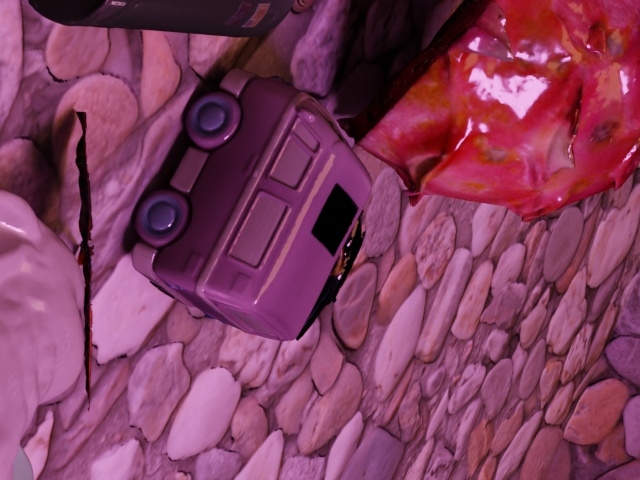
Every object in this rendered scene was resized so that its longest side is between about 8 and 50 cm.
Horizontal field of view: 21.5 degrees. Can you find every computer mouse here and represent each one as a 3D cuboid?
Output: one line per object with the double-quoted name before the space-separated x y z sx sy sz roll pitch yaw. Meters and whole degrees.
"computer mouse" 0.000 0.000 1.596 0.241 0.078 0.146 99 12 -46

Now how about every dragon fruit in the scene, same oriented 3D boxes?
"dragon fruit" 0.218 -0.162 1.606 0.371 0.249 0.386 -49 -177 18

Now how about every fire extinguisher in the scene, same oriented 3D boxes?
"fire extinguisher" -0.090 -0.204 1.252 0.114 0.095 0.311 -43 164 22

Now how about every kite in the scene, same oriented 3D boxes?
"kite" -0.176 0.017 1.253 0.189 0.009 0.232 -172 -99 -80

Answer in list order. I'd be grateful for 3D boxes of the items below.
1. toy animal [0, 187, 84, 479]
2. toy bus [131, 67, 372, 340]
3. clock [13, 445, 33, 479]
"toy animal" -0.271 0.082 1.057 0.257 0.194 0.357 60 32 -19
"toy bus" -0.051 -0.029 1.430 0.202 0.142 0.142 -64 154 -9
"clock" -0.287 0.180 1.231 0.148 0.060 0.188 -51 151 -29
